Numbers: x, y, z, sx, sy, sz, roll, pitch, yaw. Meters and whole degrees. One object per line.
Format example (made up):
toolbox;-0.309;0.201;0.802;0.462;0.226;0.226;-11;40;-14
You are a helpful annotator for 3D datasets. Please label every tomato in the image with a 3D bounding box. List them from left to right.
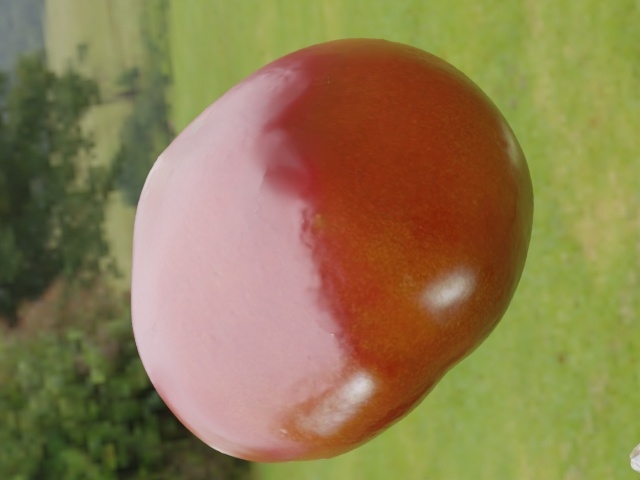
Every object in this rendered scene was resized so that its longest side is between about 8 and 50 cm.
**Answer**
tomato;0.000;0.000;1.241;0.226;0.298;0.298;49;-179;-11

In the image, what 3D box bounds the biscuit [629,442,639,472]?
biscuit;0.213;0.085;0.767;0.032;0.133;0.250;45;-179;-14
